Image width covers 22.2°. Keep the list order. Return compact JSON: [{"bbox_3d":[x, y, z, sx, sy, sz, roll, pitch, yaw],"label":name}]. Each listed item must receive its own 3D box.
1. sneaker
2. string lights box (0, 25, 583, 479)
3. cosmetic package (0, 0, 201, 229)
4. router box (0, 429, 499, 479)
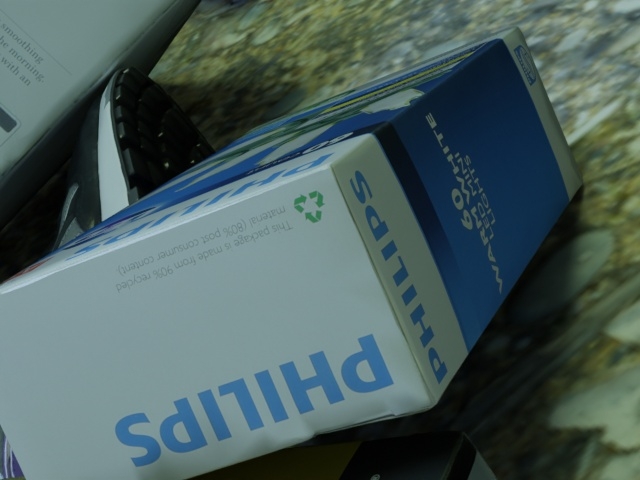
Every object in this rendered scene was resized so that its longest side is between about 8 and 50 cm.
[{"bbox_3d":[-0.104,0.023,0.720,0.124,0.107,0.283,-33,27,15],"label":"sneaker"},{"bbox_3d":[0.000,0.000,0.571,0.133,0.077,0.259,-20,8,22],"label":"string lights box"},{"bbox_3d":[-0.177,-0.103,0.869,0.225,0.138,0.224,-50,5,-30],"label":"cosmetic package"},{"bbox_3d":[-0.089,0.198,0.447,0.243,0.081,0.309,-12,35,36],"label":"router box"}]
